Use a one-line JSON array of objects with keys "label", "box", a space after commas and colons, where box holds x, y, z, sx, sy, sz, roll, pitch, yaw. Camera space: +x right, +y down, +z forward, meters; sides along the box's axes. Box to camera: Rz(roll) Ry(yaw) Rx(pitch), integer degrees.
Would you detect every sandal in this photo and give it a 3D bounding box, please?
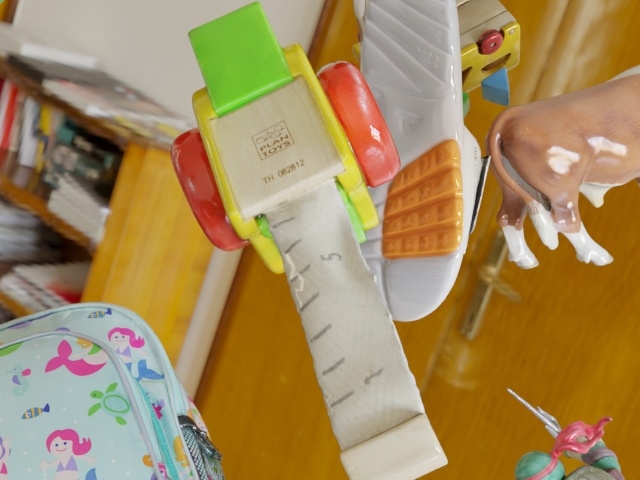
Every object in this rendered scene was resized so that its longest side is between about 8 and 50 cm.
[{"label": "sandal", "box": [0.083, -0.070, 0.823, 0.102, 0.265, 0.076, 10, 11, 36]}]

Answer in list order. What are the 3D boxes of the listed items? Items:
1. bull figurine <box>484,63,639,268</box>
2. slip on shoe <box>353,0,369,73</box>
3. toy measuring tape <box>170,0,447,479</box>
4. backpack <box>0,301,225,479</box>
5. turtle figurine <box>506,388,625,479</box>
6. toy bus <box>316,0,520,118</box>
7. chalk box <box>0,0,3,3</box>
[{"label": "bull figurine", "box": [0.299, -0.089, 1.083, 0.310, 0.188, 0.101, -16, 15, -18]}, {"label": "slip on shoe", "box": [0.057, -0.205, 1.018, 0.041, 0.135, 0.051, 8, 41, 15]}, {"label": "toy measuring tape", "box": [0.000, 0.000, 0.539, 0.121, 0.121, 0.330, 12, 37, -31]}, {"label": "backpack", "box": [-0.182, 0.165, 0.744, 0.225, 0.191, 0.253, -19, 50, -2]}, {"label": "turtle figurine", "box": [0.204, 0.233, 0.851, 0.234, 0.175, 0.118, 48, -22, -2]}, {"label": "toy bus", "box": [0.119, -0.194, 1.201, 0.202, 0.191, 0.104, 11, -28, 16]}, {"label": "chalk box", "box": [-0.340, -0.362, 1.020, 0.179, 0.288, 0.180, 2, 32, 5]}]
